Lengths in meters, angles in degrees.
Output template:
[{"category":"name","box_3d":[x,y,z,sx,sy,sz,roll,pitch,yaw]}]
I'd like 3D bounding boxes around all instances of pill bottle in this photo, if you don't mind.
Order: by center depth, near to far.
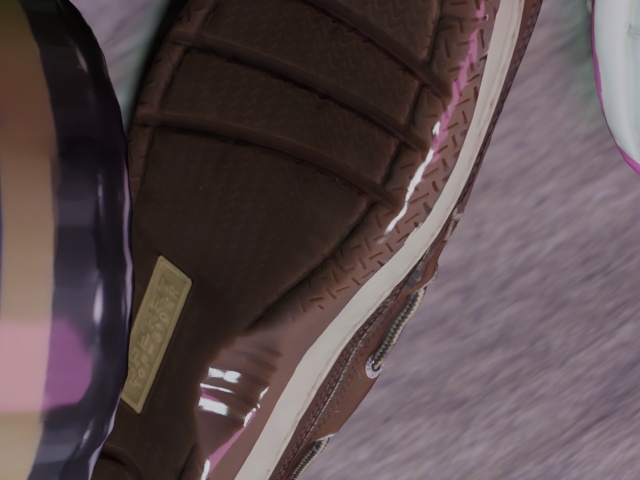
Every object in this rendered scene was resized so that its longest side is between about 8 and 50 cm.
[{"category":"pill bottle","box_3d":[-0.155,0.002,0.319,0.219,0.123,0.122,1,129,-28]}]

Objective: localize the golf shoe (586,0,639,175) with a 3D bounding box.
[{"category":"golf shoe","box_3d":[0.170,-0.110,0.510,0.115,0.140,0.306,-21,142,-29]}]

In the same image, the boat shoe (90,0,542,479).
[{"category":"boat shoe","box_3d":[-0.006,-0.005,0.512,0.095,0.095,0.257,-18,147,-51]}]
